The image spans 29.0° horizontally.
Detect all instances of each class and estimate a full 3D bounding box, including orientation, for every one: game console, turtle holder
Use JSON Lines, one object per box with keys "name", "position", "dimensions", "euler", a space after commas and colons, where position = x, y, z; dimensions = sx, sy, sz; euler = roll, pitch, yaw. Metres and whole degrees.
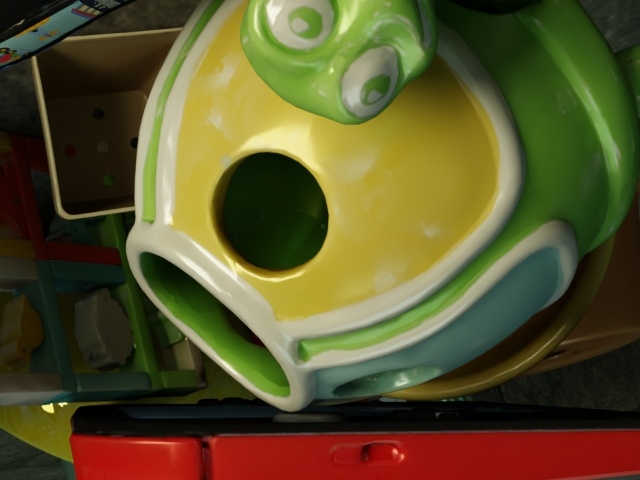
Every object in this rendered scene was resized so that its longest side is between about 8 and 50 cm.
{"name": "game console", "position": [0.013, 0.124, 0.796], "dimensions": [0.342, 0.060, 0.386], "euler": [-4, 175, -12]}
{"name": "turtle holder", "position": [0.032, -0.039, 0.594], "dimensions": [0.227, 0.243, 0.320], "euler": [-47, -165, -17]}

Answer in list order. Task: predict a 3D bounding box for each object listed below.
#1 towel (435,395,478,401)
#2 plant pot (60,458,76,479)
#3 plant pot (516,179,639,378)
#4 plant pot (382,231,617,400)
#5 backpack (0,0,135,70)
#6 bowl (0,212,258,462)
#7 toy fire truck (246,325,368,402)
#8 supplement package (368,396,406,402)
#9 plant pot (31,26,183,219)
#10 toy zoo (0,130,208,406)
{"name": "towel", "position": [0.106, 0.142, 1.414], "dimensions": [0.040, 0.370, 0.271], "euler": [-54, 161, -1]}
{"name": "plant pot", "position": [-0.220, 0.286, 1.632], "dimensions": [0.271, 0.255, 0.271], "euler": [-7, 175, -1]}
{"name": "plant pot", "position": [0.212, 0.026, 1.280], "dimensions": [0.290, 0.204, 0.291], "euler": [-14, 165, -4]}
{"name": "plant pot", "position": [0.088, -0.035, 0.880], "dimensions": [0.254, 0.254, 0.239], "euler": [-19, -179, 17]}
{"name": "backpack", "position": [-0.142, -0.134, 0.479], "dimensions": [0.173, 0.117, 0.158], "euler": [-24, 163, 32]}
{"name": "bowl", "position": [-0.169, 0.066, 1.079], "dimensions": [0.289, 0.289, 0.156], "euler": [4, 113, -52]}
{"name": "toy fire truck", "position": [-0.076, 0.131, 1.344], "dimensions": [0.302, 0.169, 0.254], "euler": [14, -165, 28]}
{"name": "supplement package", "position": [-0.060, 0.232, 1.452], "dimensions": [0.262, 0.204, 0.145], "euler": [-28, 132, -35]}
{"name": "plant pot", "position": [-0.129, -0.067, 0.790], "dimensions": [0.109, 0.109, 0.096], "euler": [-9, 177, -22]}
{"name": "toy zoo", "position": [-0.198, 0.018, 0.854], "dimensions": [0.030, 0.192, 0.293], "euler": [-24, 163, 29]}
